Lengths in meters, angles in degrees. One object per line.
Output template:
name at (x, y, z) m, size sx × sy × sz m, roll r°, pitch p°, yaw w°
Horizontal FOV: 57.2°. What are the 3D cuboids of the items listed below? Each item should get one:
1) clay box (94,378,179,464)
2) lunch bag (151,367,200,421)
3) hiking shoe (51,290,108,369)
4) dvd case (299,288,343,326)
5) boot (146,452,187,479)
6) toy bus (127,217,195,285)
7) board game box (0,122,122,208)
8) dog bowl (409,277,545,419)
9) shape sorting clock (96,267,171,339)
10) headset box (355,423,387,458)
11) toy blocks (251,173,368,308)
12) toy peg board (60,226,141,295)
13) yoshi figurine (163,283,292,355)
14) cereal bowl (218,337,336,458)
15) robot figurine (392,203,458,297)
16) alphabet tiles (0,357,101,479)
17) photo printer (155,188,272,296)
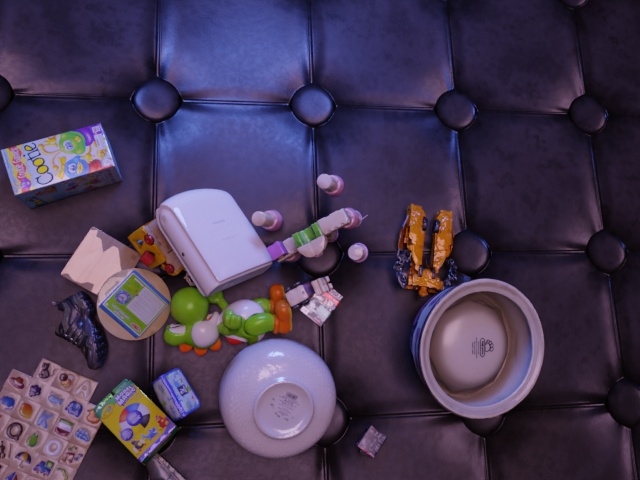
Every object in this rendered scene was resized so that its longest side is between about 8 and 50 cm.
clay box at (-0.511, 0.486, 1.606) m, size 0.222 × 0.053 × 0.127 m, roll 37°, pitch 65°, yaw 17°
lunch bag at (-0.402, 0.426, 1.621) m, size 0.096 × 0.151 × 0.129 m, roll -31°, pitch 84°, yaw -14°
hiking shoe at (-0.679, 0.263, 1.655) m, size 0.114 × 0.086 × 0.227 m, roll -21°, pitch 76°, yaw 1°
dvd case at (0.003, 0.194, 1.807) m, size 0.087 × 0.013 × 0.119 m, roll 38°, pitch 74°, yaw 0°
boot at (-0.479, 0.679, 1.567) m, size 0.189 × 0.076 × 0.208 m, roll 37°, pitch 68°, yaw 18°
toy bus at (-0.465, 0.035, 1.708) m, size 0.191 × 0.104 × 0.202 m, roll 24°, pitch 51°, yaw -48°
board game box at (-0.742, -0.215, 1.702) m, size 0.275 × 0.144 × 0.142 m, roll -19°, pitch 81°, yaw -14°
dog bowl at (0.449, 0.311, 1.750) m, size 0.408 × 0.150 × 0.408 m, roll 0°, pitch 90°, yaw -16°
shape sorting clock at (-0.535, 0.183, 1.688) m, size 0.206 × 0.040 × 0.206 m, roll 3°, pitch 84°, yaw -30°
headset box at (0.148, 0.597, 1.737) m, size 0.062 × 0.032 × 0.083 m, roll 37°, pitch 76°, yaw 0°
toy blocks at (0.000, 0.000, 1.744) m, size 0.288 × 0.260 × 0.309 m, roll -28°, pitch 82°, yaw 12°
toy peg board at (-0.636, 0.071, 1.706) m, size 0.160 × 0.079 × 0.161 m, roll 34°, pitch 75°, yaw -18°
yoshi figurine at (-0.274, 0.198, 1.680) m, size 0.362 × 0.203 × 0.203 m, roll -11°, pitch 66°, yaw -9°
cereal bowl at (-0.113, 0.449, 1.631) m, size 0.339 × 0.141 × 0.339 m, roll -1°, pitch 93°, yaw -11°
robot figurine at (0.334, 0.039, 1.858) m, size 0.211 × 0.085 × 0.291 m, roll 10°, pitch 76°, yaw -7°
alphabet tiles at (-0.770, 0.517, 1.613) m, size 0.285 × 0.011 × 0.342 m, roll 25°, pitch 76°, yaw -3°
photo printer at (-0.309, -0.013, 1.689) m, size 0.256 × 0.107 × 0.307 m, roll -21°, pitch 72°, yaw -51°
